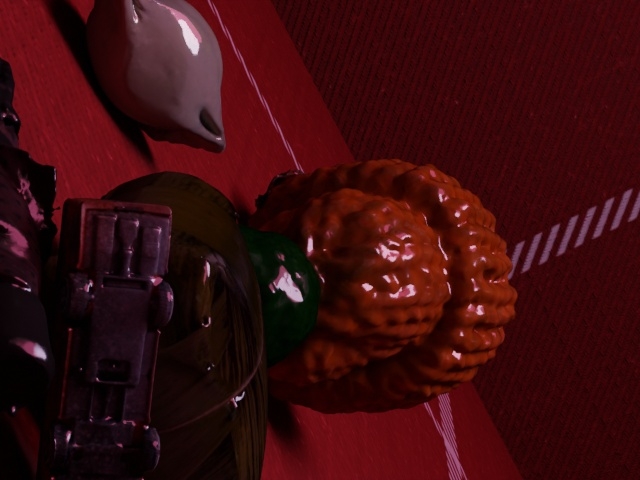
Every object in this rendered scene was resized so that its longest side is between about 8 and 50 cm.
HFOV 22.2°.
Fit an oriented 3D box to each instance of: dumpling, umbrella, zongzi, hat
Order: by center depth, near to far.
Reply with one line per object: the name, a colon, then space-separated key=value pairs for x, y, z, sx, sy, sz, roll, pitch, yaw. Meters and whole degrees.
umbrella: x=-0.210 y=-0.028 z=0.965 sx=0.326 sy=0.094 sz=0.090 roll=-110 pitch=-146 yaw=-45
zongzi: x=-0.096 y=0.114 z=1.143 sx=0.274 sy=0.145 sz=0.300 roll=-80 pitch=157 yaw=-76
hat: x=0.011 y=0.021 z=1.553 sx=0.285 sy=0.285 sz=0.400 roll=67 pitch=14 yaw=20
dumpling: x=-0.174 y=-0.180 z=1.616 sx=0.151 sy=0.124 sz=0.229 roll=12 pitch=-47 yaw=53

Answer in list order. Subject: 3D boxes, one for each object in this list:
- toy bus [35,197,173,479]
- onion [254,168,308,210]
toy bus: x=-0.127 y=0.070 z=0.947 sx=0.077 sy=0.065 sz=0.192 roll=-156 pitch=-108 yaw=-69
onion: x=0.000 y=0.000 z=1.972 sx=0.184 sy=0.147 sz=0.184 roll=-11 pitch=90 yaw=-83
